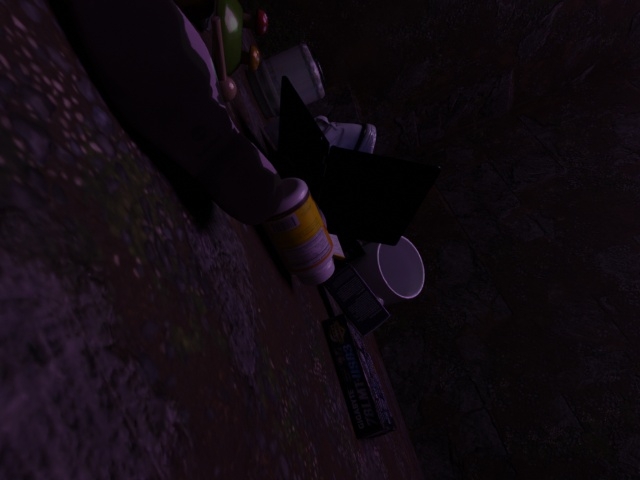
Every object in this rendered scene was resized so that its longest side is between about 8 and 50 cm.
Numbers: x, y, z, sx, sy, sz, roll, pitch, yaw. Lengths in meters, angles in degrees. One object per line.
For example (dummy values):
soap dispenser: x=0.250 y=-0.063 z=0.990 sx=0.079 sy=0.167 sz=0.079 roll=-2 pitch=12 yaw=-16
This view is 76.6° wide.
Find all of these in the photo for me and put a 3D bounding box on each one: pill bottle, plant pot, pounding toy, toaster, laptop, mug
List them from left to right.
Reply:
plant pot: x=-0.262 y=-0.502 z=0.831 sx=0.081 sy=0.081 sz=0.083 roll=45 pitch=35 yaw=-77
pounding toy: x=-0.169 y=-0.414 z=0.853 sx=0.183 sy=0.110 sz=0.237 roll=107 pitch=-19 yaw=-46
pill bottle: x=-0.045 y=-0.011 z=0.827 sx=0.117 sy=0.117 sz=0.215 roll=-104 pitch=171 yaw=-57
toaster: x=0.068 y=0.017 z=1.638 sx=0.168 sy=0.185 sz=0.110 roll=56 pitch=8 yaw=-31
laptop: x=0.066 y=-0.199 z=1.142 sx=0.408 sy=0.236 sz=0.382 roll=61 pitch=-21 yaw=23
mug: x=0.219 y=0.188 z=1.735 sx=0.276 sy=0.328 sz=0.374 roll=40 pitch=52 yaw=-18

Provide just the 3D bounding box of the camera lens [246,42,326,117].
camera lens: x=-0.129 y=-0.634 z=1.619 sx=0.219 sy=0.274 sz=0.219 roll=-21 pitch=90 yaw=-85

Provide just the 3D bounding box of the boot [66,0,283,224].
boot: x=-0.164 y=-0.145 z=0.460 sx=0.115 sy=0.112 sz=0.305 roll=28 pitch=-25 yaw=48

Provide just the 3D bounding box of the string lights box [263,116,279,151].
string lights box: x=-0.094 y=-0.316 z=1.432 sx=0.133 sy=0.076 sz=0.259 roll=58 pitch=8 yaw=15

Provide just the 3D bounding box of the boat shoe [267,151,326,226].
boat shoe: x=-0.073 y=-0.117 z=1.037 sx=0.102 sy=0.108 sz=0.301 roll=61 pitch=6 yaw=-53

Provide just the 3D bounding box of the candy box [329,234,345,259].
candy box: x=0.000 y=0.000 z=1.317 sx=0.206 sy=0.027 sz=0.105 roll=19 pitch=47 yaw=-51

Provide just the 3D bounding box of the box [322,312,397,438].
box: x=0.111 y=0.377 z=1.108 sx=0.293 sy=0.073 sz=0.295 roll=60 pitch=9 yaw=-62

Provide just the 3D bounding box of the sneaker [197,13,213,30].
sneaker: x=-0.300 y=-0.622 z=1.000 sx=0.115 sy=0.105 sz=0.281 roll=20 pitch=43 yaw=-36

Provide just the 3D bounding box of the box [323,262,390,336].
box: x=0.108 y=0.184 z=1.294 sx=0.207 sy=0.108 sz=0.153 roll=52 pitch=-3 yaw=-1

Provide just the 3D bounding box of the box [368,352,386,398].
box: x=0.163 y=0.462 z=1.353 sx=0.054 sy=0.059 sz=0.169 roll=54 pitch=15 yaw=-74

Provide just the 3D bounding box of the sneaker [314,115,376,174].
sneaker: x=0.031 y=-0.229 z=1.328 sx=0.137 sy=0.210 sz=0.366 roll=-84 pitch=-169 yaw=-55
